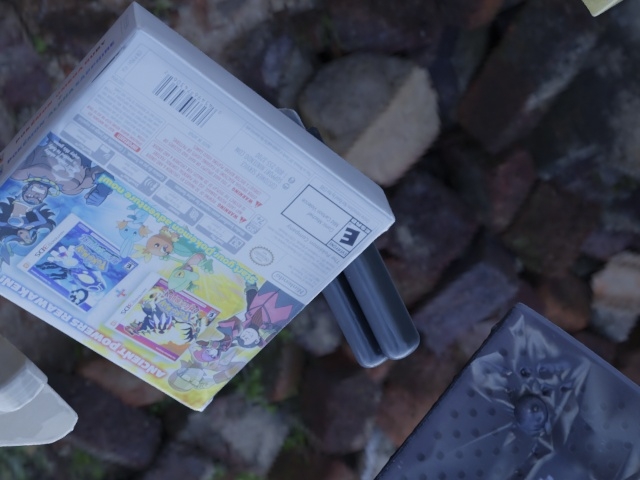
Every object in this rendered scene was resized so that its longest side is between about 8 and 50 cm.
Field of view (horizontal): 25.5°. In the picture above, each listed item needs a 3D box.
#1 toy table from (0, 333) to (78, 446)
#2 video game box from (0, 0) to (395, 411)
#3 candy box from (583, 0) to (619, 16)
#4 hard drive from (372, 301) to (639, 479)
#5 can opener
[{"bbox_3d":[-0.324,0.120,1.125,0.161,0.252,0.274,-45,136,-13],"label":"toy table"},{"bbox_3d":[-0.091,-0.012,0.850,0.205,0.048,0.187,36,108,-29],"label":"video game box"},{"bbox_3d":[0.369,-0.393,1.523,0.316,0.183,0.087,-32,178,-26],"label":"candy box"},{"bbox_3d":[0.127,0.167,0.588,0.172,0.254,0.054,-48,179,-22],"label":"hard drive"},{"bbox_3d":[0.000,0.000,1.379,0.074,0.280,0.093,-21,-169,44],"label":"can opener"}]
